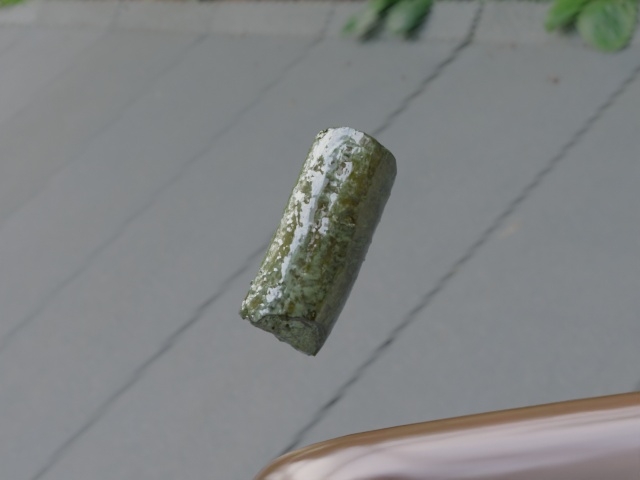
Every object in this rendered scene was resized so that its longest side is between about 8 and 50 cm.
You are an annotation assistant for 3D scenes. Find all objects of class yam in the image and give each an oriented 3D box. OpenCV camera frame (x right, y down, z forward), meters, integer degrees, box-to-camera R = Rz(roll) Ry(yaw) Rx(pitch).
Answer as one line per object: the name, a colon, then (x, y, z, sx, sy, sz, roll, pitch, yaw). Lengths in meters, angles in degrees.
yam: (0.000, 0.000, 0.712, 0.043, 0.043, 0.094, 14, 79, 57)

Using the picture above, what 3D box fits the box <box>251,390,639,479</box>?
box: (0.126, 0.167, 0.422, 0.239, 0.339, 0.229, -10, 75, 12)
